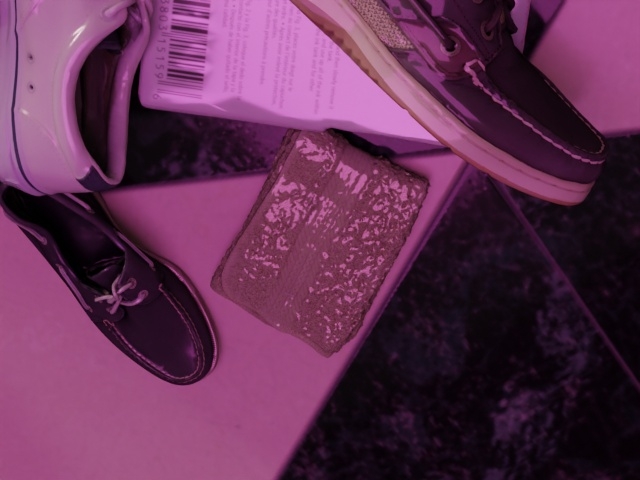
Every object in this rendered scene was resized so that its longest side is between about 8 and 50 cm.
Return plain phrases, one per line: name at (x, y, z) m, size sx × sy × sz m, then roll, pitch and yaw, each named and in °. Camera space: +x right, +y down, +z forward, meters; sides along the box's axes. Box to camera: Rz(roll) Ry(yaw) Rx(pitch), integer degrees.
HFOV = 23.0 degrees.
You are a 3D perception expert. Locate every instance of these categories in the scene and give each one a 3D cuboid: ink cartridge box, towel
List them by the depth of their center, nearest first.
ink cartridge box at (0.017, -0.204, 0.972) m, size 0.238 × 0.060 × 0.275 m, roll 8°, pitch 111°, yaw 4°
towel at (0.000, 0.000, 1.065) m, size 0.110 × 0.027 × 0.148 m, roll 27°, pitch 111°, yaw -4°

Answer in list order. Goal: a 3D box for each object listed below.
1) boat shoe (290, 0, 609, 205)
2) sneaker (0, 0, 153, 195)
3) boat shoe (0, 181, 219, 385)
boat shoe at (0.064, -0.136, 0.906) m, size 0.285 × 0.103 × 0.092 m, roll 41°, pitch 115°, yaw -1°
sneaker at (-0.146, -0.154, 0.974) m, size 0.091 × 0.094 × 0.258 m, roll 7°, pitch 101°, yaw 26°
boat shoe at (-0.149, 0.026, 1.073) m, size 0.075 × 0.065 × 0.206 m, roll -34°, pitch 102°, yaw 17°
